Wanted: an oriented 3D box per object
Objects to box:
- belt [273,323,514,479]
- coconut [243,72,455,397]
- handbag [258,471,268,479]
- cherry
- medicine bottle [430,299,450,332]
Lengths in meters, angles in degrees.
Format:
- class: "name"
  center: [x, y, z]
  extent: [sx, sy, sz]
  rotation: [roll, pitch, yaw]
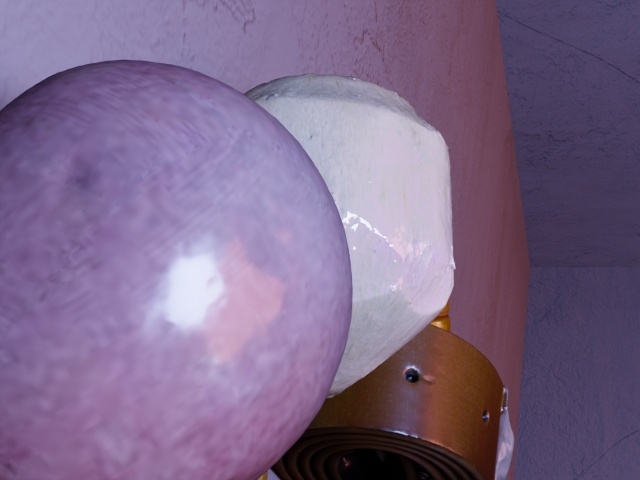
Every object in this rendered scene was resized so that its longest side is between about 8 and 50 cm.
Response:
- class: "belt"
  center: [0.073, 0.186, 1.015]
  extent: [0.338, 0.217, 0.122]
  rotation: [67, 28, -58]
- class: "coconut"
  center: [0.000, 0.000, 0.802]
  extent: [0.224, 0.224, 0.233]
  rotation: [57, 36, -60]
- class: "handbag"
  center: [-0.047, 0.363, 0.799]
  extent: [0.283, 0.133, 0.400]
  rotation: [-78, 160, -49]
- class: "cherry"
  center: [-0.090, 0.043, 0.511]
  extent: [0.239, 0.206, 0.239]
  rotation: [4, 90, -85]
- class: "medicine bottle"
  center: [0.125, 0.159, 1.392]
  extent: [0.096, 0.096, 0.191]
  rotation: [-17, 105, -72]
